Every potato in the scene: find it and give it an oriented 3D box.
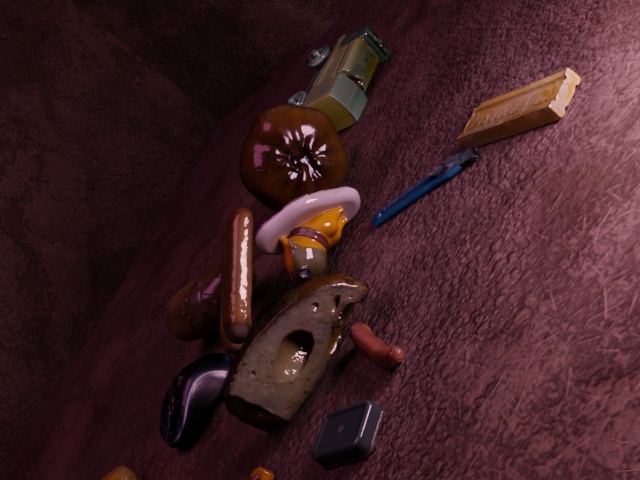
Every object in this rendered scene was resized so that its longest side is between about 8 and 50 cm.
[{"bbox_3d":[-0.267,0.149,2.041,0.296,0.141,0.192,-37,10,34],"label":"potato"}]

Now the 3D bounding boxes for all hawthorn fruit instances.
[{"bbox_3d":[-0.078,-0.199,2.047,0.268,0.267,0.301,-53,9,-3],"label":"hawthorn fruit"}]

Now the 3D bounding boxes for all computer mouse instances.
[{"bbox_3d":[-0.277,0.335,1.787,0.137,0.096,0.233,-18,37,58],"label":"computer mouse"}]

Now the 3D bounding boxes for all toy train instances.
[{"bbox_3d":[0.048,-0.454,2.383,0.253,0.160,0.397,-19,38,47],"label":"toy train"}]

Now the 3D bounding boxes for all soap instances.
[{"bbox_3d":[0.345,-0.230,1.458,0.092,0.037,0.252,-58,19,-21],"label":"soap"}]

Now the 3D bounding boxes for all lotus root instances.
[{"bbox_3d":[-0.055,0.179,1.446,0.314,0.142,0.210,-58,7,-14],"label":"lotus root"}]

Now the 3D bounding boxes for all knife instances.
[{"bbox_3d":[0.198,-0.102,1.586,0.296,0.026,0.044,-36,36,38],"label":"knife"}]

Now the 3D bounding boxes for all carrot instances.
[{"bbox_3d":[-0.132,0.449,1.339,0.171,0.042,0.042,-57,19,-9],"label":"carrot"}]

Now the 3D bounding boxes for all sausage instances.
[{"bbox_3d":[0.088,0.171,1.326,0.043,0.043,0.186,-53,18,-3],"label":"sausage"}]

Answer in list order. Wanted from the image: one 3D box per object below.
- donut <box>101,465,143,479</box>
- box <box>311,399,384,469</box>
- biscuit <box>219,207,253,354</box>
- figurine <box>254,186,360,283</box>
[{"bbox_3d":[-0.476,0.563,1.807,0.162,0.065,0.178,-34,4,30],"label":"donut"},{"bbox_3d":[0.039,0.290,1.236,0.126,0.031,0.091,-32,27,49],"label":"box"},{"bbox_3d":[-0.186,0.094,1.810,0.237,0.062,0.291,124,149,-71],"label":"biscuit"},{"bbox_3d":[0.000,0.000,1.744,0.250,0.167,0.141,-30,55,-2],"label":"figurine"}]
